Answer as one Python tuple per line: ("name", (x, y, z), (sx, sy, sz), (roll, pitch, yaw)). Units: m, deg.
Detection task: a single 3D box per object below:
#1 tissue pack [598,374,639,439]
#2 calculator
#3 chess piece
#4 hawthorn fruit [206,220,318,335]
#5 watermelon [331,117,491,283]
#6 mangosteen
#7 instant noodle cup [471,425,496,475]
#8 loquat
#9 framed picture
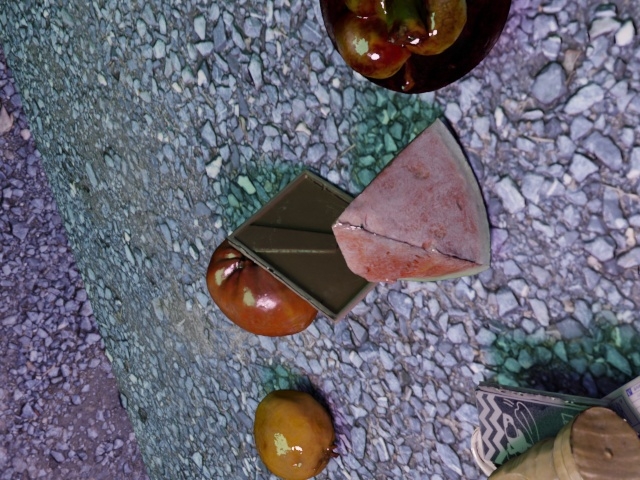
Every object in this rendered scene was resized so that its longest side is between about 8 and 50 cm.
("tissue pack", (0.549, 0.277, 1.096), (0.209, 0.137, 0.270), (54, 142, 19))
("calculator", (0.372, 0.323, 1.207), (0.274, 0.028, 0.166), (0, 103, 49))
("chess piece", (0.363, 0.369, 1.137), (0.137, 0.137, 0.301), (54, 149, 16))
("hawthorn fruit", (-0.103, 0.099, 1.666), (0.277, 0.277, 0.298), (36, 159, 33))
("watermelon", (0.125, -0.069, 1.316), (0.283, 0.292, 0.250), (-21, 53, 29))
("mangosteen", (0.137, -0.369, 1.098), (0.306, 0.347, 0.307), (6, 113, 13))
("instant noodle cup", (0.360, 0.369, 1.354), (0.151, 0.122, 0.151), (17, 114, 43))
("loquat", (-0.070, 0.487, 1.838), (0.238, 0.193, 0.238), (14, 111, 40))
("framed picture", (0.000, 0.000, 1.508), (0.335, 0.247, 0.022), (34, 157, 34))
